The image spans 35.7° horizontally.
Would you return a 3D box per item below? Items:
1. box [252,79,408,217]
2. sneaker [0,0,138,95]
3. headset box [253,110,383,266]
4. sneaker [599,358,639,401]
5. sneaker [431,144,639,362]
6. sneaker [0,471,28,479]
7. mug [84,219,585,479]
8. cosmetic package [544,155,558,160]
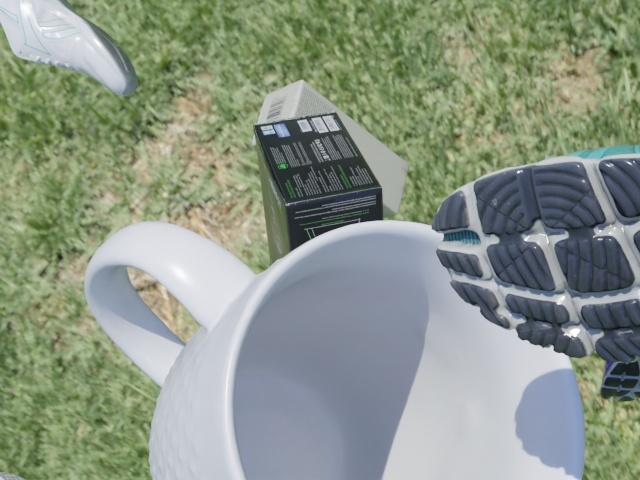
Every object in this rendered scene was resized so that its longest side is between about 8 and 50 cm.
[{"bbox_3d":[0.022,-0.144,1.667,0.094,0.275,0.113,-14,51,44],"label":"box"},{"bbox_3d":[-0.210,-0.160,0.803,0.152,0.054,0.061,42,95,11],"label":"sneaker"},{"bbox_3d":[0.000,0.000,1.410,0.131,0.283,0.246,-11,34,-9],"label":"headset box"},{"bbox_3d":[0.374,0.122,1.177,0.068,0.170,0.071,7,34,-2],"label":"sneaker"},{"bbox_3d":[0.191,-0.013,0.479,0.275,0.107,0.110,-9,18,25],"label":"sneaker"},{"bbox_3d":[-0.338,0.441,1.323,0.321,0.126,0.127,25,79,27],"label":"sneaker"},{"bbox_3d":[-0.034,0.129,0.798,0.374,0.328,0.276,42,61,-6],"label":"mug"},{"bbox_3d":[0.321,0.006,0.953,0.238,0.127,0.107,11,40,10],"label":"cosmetic package"}]
